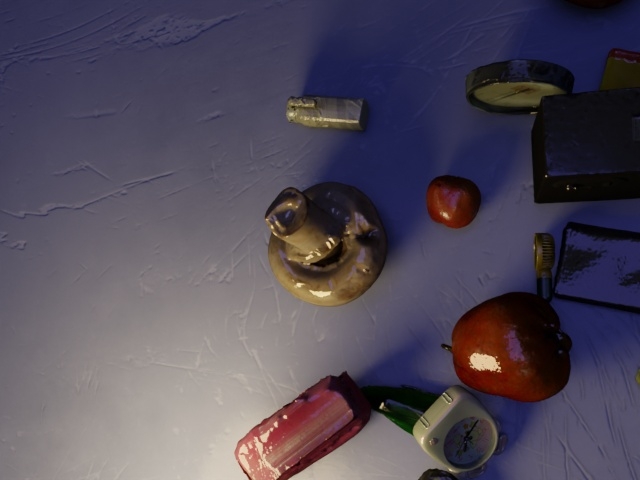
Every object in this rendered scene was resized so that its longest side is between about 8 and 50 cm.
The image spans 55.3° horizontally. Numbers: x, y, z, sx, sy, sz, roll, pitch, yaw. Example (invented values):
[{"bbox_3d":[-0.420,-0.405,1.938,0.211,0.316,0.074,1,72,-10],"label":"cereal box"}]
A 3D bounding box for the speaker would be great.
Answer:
[{"bbox_3d":[0.568,-0.181,1.238,0.253,0.232,0.184,-2,80,13],"label":"speaker"}]

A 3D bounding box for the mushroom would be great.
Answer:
[{"bbox_3d":[0.000,0.000,1.364,0.292,0.290,0.293,-5,76,21],"label":"mushroom"}]

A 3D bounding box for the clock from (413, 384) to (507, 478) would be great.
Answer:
[{"bbox_3d":[0.301,0.411,1.283,0.151,0.062,0.191,-46,109,-1],"label":"clock"}]

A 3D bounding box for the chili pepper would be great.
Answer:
[{"bbox_3d":[0.182,0.377,1.362,0.216,0.062,0.108,12,85,22],"label":"chili pepper"}]

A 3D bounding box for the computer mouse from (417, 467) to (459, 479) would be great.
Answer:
[{"bbox_3d":[0.253,0.588,1.295,0.121,0.073,0.218,2,88,21],"label":"computer mouse"}]

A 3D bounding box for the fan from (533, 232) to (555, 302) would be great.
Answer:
[{"bbox_3d":[0.478,0.060,1.302,0.039,0.082,0.155,0,77,14],"label":"fan"}]

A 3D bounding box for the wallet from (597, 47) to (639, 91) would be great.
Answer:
[{"bbox_3d":[0.724,-0.330,1.298,0.241,0.067,0.141,16,84,21],"label":"wallet"}]

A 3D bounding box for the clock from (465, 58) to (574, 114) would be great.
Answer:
[{"bbox_3d":[0.424,-0.323,1.312,0.225,0.226,0.049,4,83,19],"label":"clock"}]

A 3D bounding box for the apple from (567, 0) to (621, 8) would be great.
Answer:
[{"bbox_3d":[0.600,-0.614,1.335,0.210,0.173,0.235,-36,63,14],"label":"apple"}]

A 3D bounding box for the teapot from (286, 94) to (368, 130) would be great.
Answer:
[{"bbox_3d":[0.010,-0.322,1.512,0.200,0.107,0.077,8,86,20],"label":"teapot"}]

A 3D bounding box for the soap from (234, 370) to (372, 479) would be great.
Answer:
[{"bbox_3d":[-0.044,0.427,1.346,0.324,0.220,0.127,-37,68,8],"label":"soap"}]

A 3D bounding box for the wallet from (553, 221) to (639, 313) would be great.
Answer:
[{"bbox_3d":[0.660,0.067,1.265,0.320,0.044,0.171,10,83,23],"label":"wallet"}]

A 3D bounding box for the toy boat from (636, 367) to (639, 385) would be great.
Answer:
[{"bbox_3d":[0.739,0.341,1.170,0.111,0.084,0.276,-44,72,9],"label":"toy boat"}]

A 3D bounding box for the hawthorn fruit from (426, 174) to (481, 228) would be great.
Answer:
[{"bbox_3d":[0.296,-0.088,1.377,0.127,0.128,0.128,-3,80,18],"label":"hawthorn fruit"}]

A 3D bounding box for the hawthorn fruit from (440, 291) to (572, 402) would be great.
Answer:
[{"bbox_3d":[0.372,0.221,1.258,0.260,0.224,0.224,-20,74,37],"label":"hawthorn fruit"}]
